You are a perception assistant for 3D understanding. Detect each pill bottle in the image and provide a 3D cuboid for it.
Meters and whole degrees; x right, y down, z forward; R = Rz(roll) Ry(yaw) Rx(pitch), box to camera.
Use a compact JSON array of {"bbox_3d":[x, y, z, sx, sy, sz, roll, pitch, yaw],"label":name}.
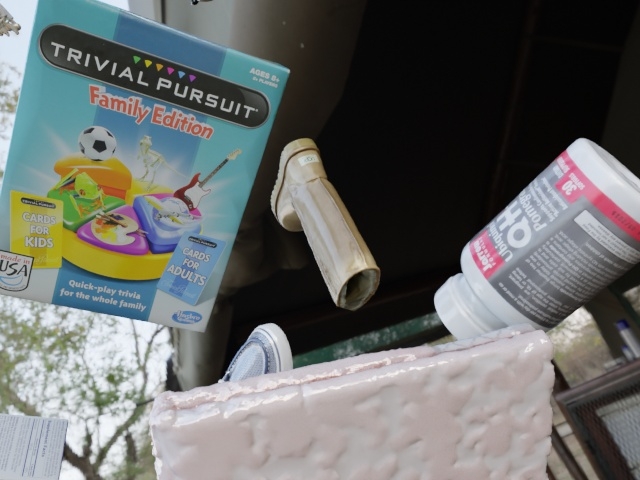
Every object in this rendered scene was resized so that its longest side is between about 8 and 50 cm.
[{"bbox_3d":[0.319,0.024,0.818,0.176,0.176,0.318,4,-45,-48],"label":"pill bottle"}]

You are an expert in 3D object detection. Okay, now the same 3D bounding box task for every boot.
[{"bbox_3d":[-0.092,0.172,0.571,0.086,0.069,0.189,-7,-57,-43],"label":"boot"},{"bbox_3d":[0.000,0.000,0.936,0.089,0.269,0.236,-18,-30,-12],"label":"boot"}]

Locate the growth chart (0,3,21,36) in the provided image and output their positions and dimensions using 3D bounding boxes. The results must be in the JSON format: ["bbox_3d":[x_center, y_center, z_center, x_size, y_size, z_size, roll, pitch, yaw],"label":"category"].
[{"bbox_3d":[-0.679,-0.467,1.094,0.021,0.172,0.237,-32,21,9],"label":"growth chart"}]

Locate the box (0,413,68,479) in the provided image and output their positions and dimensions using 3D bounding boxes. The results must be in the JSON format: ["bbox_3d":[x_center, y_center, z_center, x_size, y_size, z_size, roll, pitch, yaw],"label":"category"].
[{"bbox_3d":[-0.498,0.357,0.925,0.137,0.126,0.072,14,-61,-24],"label":"box"}]

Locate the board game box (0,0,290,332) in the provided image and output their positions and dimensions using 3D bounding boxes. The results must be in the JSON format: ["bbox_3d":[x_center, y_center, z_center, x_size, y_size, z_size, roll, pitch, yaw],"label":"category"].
[{"bbox_3d":[-0.211,-0.076,0.646,0.254,0.079,0.335,14,-72,-20],"label":"board game box"}]

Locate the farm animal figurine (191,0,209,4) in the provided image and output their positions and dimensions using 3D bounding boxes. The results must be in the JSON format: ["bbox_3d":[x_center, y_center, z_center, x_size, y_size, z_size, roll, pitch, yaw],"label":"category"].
[{"bbox_3d":[-0.172,-0.584,1.117,0.326,0.330,0.172,-53,-6,-21],"label":"farm animal figurine"}]

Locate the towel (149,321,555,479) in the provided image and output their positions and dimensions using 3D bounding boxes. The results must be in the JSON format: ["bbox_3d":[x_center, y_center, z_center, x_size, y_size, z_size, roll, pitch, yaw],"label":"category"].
[{"bbox_3d":[0.043,0.242,0.471,0.317,0.331,0.053,-9,19,-14],"label":"towel"}]
